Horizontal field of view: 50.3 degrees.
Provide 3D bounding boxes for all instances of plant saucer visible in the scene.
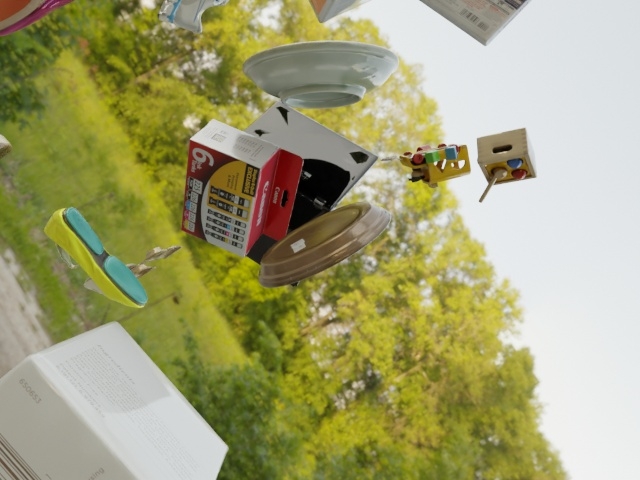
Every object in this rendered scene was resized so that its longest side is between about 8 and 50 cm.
[{"bbox_3d":[0.002,-0.408,1.754,0.400,0.401,0.100,179,-91,-82],"label":"plant saucer"},{"bbox_3d":[0.000,0.000,1.279,0.041,0.278,0.278,62,-7,-14],"label":"plant saucer"}]

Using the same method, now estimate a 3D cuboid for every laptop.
[{"bbox_3d":[-0.104,-0.152,2.077,0.382,0.408,0.236,32,-31,16],"label":"laptop"}]

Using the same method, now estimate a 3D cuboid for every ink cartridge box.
[{"bbox_3d":[-0.214,-0.123,1.821,0.272,0.130,0.309,23,-49,9],"label":"ink cartridge box"}]

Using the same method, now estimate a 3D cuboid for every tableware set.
[{"bbox_3d":[-0.379,0.050,1.483,0.020,0.141,0.169,60,8,5],"label":"tableware set"}]

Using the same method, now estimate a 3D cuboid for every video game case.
[{"bbox_3d":[0.281,-0.467,1.222,0.201,0.183,0.023,43,-5,20],"label":"video game case"}]

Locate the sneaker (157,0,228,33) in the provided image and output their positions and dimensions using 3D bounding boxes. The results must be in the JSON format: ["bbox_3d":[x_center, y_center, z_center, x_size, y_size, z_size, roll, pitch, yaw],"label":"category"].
[{"bbox_3d":[-0.161,-0.392,1.000,0.083,0.190,0.071,26,22,-22],"label":"sneaker"}]

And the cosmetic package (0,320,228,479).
[{"bbox_3d":[-0.386,0.366,1.056,0.327,0.329,0.394,48,0,-1],"label":"cosmetic package"}]

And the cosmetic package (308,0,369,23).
[{"bbox_3d":[0.054,-0.570,1.173,0.230,0.162,0.453,62,-9,-4],"label":"cosmetic package"}]

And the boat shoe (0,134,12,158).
[{"bbox_3d":[-0.520,-0.145,0.923,0.123,0.123,0.342,54,-8,-10],"label":"boat shoe"}]

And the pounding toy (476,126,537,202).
[{"bbox_3d":[0.412,-0.168,1.552,0.130,0.141,0.100,43,43,-54],"label":"pounding toy"}]

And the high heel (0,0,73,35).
[{"bbox_3d":[-0.618,-0.593,1.660,0.127,0.377,0.181,55,3,19],"label":"high heel"}]

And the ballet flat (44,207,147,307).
[{"bbox_3d":[-0.415,0.044,1.247,0.231,0.077,0.077,53,13,-16],"label":"ballet flat"}]

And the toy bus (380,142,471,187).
[{"bbox_3d":[0.293,-0.192,1.794,0.202,0.191,0.104,-4,-76,37],"label":"toy bus"}]
